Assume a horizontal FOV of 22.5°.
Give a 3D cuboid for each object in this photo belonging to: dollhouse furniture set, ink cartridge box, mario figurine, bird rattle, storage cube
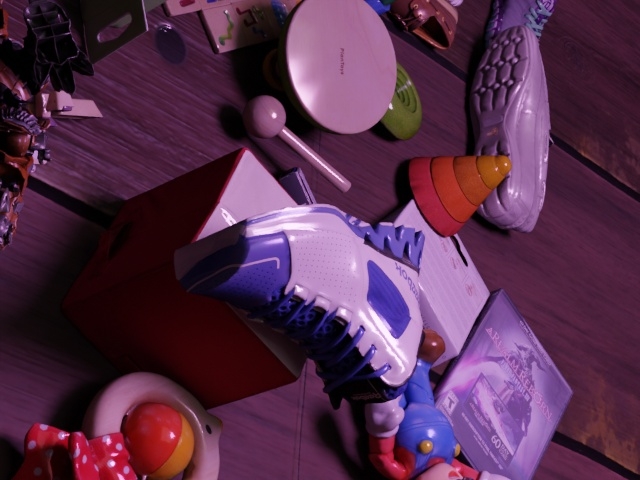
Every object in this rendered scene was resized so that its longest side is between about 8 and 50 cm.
[{"bbox_3d":[-0.267,-0.113,1.711,0.114,0.091,0.081,-1,89,-52],"label":"dollhouse furniture set"},{"bbox_3d":[-0.221,-0.309,1.821,0.062,0.109,0.209,6,68,-47],"label":"ink cartridge box"},{"bbox_3d":[0.142,0.043,2.140,0.189,0.066,0.232,61,18,-8],"label":"ink cartridge box"},{"bbox_3d":[0.146,0.251,1.928,0.198,0.170,0.320,-8,68,-15],"label":"mario figurine"},{"bbox_3d":[-0.186,0.230,1.625,0.253,0.143,0.207,29,47,-22],"label":"bird rattle"},{"bbox_3d":[-0.119,0.048,1.706,0.215,0.193,0.183,49,42,-23],"label":"storage cube"}]

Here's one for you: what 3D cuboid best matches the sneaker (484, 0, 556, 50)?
[{"bbox_3d":[0.311,-0.330,2.453,0.083,0.098,0.223,30,52,-37],"label":"sneaker"}]

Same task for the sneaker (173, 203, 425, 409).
[{"bbox_3d":[0.014,0.073,1.593,0.315,0.127,0.182,6,66,-50],"label":"sneaker"}]

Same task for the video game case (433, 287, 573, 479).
[{"bbox_3d":[0.245,0.219,2.181,0.196,0.026,0.274,55,42,-16],"label":"video game case"}]

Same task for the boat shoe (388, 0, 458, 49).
[{"bbox_3d":[0.134,-0.328,2.275,0.178,0.064,0.060,29,51,-41],"label":"boat shoe"}]

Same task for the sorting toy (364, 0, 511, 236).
[{"bbox_3d":[0.148,-0.193,2.164,0.365,0.126,0.127,65,26,-2],"label":"sorting toy"}]

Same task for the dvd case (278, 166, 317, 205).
[{"bbox_3d":[0.000,0.000,1.888,0.238,0.030,0.179,-86,151,-86],"label":"dvd case"}]

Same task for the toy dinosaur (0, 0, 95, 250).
[{"bbox_3d":[-0.332,-0.159,1.562,0.164,0.218,0.322,-22,82,-20],"label":"toy dinosaur"}]

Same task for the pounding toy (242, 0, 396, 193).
[{"bbox_3d":[-0.015,-0.195,2.025,0.183,0.110,0.236,38,63,-31],"label":"pounding toy"}]

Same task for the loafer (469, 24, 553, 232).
[{"bbox_3d":[0.282,-0.162,2.341,0.111,0.112,0.319,32,59,-43],"label":"loafer"}]

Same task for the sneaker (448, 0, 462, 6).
[{"bbox_3d":[0.134,-0.424,2.291,0.292,0.118,0.110,35,70,-58],"label":"sneaker"}]

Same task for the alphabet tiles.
[{"bbox_3d":[-0.114,-0.388,2.061,0.342,0.011,0.285,-23,90,-51],"label":"alphabet tiles"}]
